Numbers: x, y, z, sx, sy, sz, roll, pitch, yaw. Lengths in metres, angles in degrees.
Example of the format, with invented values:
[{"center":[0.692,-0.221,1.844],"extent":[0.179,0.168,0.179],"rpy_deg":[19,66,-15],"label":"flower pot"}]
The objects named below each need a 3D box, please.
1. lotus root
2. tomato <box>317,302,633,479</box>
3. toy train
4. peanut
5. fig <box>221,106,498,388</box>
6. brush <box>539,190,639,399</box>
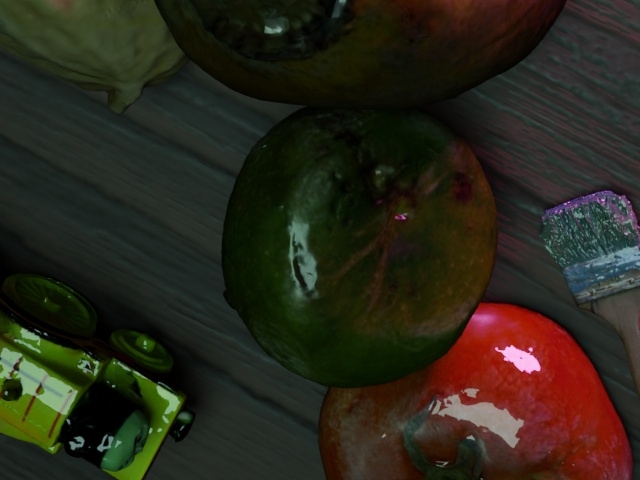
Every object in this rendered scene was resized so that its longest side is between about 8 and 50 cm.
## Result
[{"center":[0.009,-0.154,1.057],"extent":[0.267,0.260,0.149],"rpy_deg":[24,113,7],"label":"lotus root"},{"center":[0.109,0.162,1.222],"extent":[0.236,0.095,0.237],"rpy_deg":[5,109,14],"label":"tomato"},{"center":[-0.237,0.082,1.257],"extent":[0.296,0.160,0.100],"rpy_deg":[30,106,4],"label":"toy train"},{"center":[-0.201,-0.221,1.148],"extent":[0.143,0.159,0.291],"rpy_deg":[-32,97,18],"label":"peanut"},{"center":[0.000,0.000,1.174],"extent":[0.235,0.203,0.203],"rpy_deg":[0,113,59],"label":"fig"},{"center":[0.220,0.059,1.198],"extent":[0.070,0.021,0.196],"rpy_deg":[-19,102,22],"label":"brush"}]
